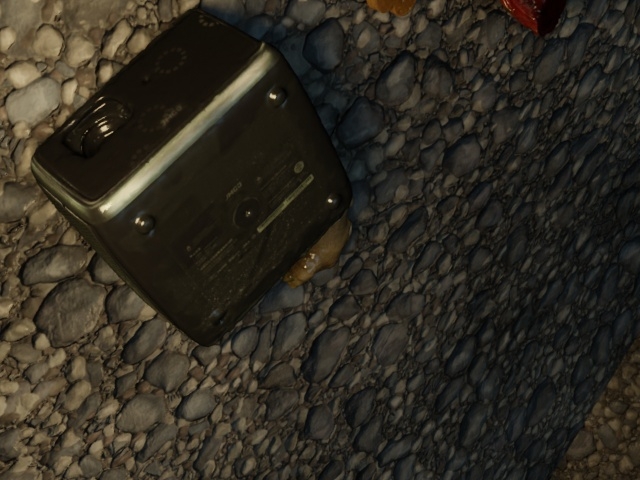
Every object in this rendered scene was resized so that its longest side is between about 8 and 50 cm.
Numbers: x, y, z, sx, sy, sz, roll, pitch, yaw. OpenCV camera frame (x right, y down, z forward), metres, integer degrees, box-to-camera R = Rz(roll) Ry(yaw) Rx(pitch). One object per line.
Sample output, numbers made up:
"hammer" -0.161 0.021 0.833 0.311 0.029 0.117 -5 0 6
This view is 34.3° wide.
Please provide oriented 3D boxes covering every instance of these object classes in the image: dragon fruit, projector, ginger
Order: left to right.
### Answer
"projector" -0.183 -0.087 1.663 0.395 0.242 0.405 -46 141 -13
"ginger" 0.004 -0.001 2.044 0.137 0.074 0.213 1 111 -36
"dragon fruit" 0.425 -0.542 2.063 0.317 0.152 0.205 -66 160 -10

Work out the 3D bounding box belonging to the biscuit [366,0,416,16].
"biscuit" 0.156 -0.547 1.849 0.202 0.044 0.289 -9 124 -41
